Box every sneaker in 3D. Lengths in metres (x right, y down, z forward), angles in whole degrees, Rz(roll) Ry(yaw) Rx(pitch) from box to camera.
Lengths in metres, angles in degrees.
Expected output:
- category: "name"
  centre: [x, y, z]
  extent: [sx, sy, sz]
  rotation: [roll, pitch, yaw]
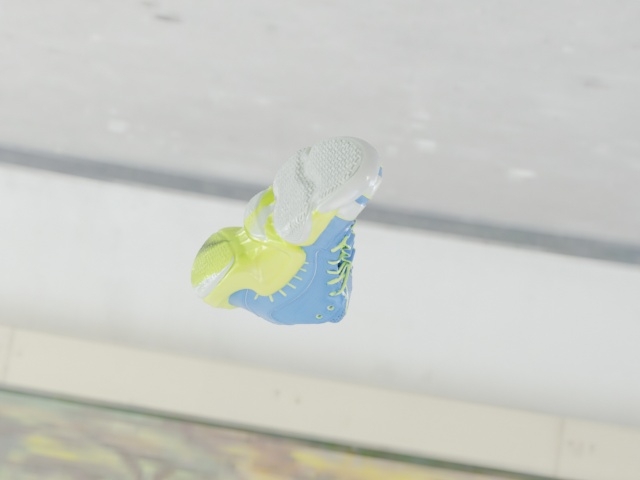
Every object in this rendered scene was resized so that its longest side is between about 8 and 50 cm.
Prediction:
- category: "sneaker"
  centre: [0.000, 0.000, 1.455]
  extent: [0.126, 0.091, 0.240]
  rotation: [29, 140, -26]
